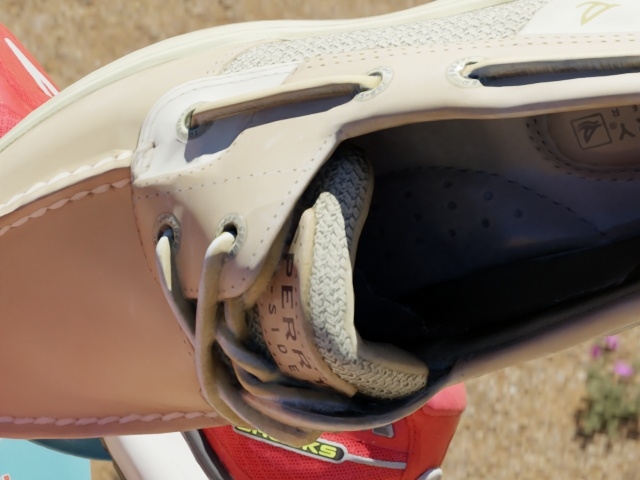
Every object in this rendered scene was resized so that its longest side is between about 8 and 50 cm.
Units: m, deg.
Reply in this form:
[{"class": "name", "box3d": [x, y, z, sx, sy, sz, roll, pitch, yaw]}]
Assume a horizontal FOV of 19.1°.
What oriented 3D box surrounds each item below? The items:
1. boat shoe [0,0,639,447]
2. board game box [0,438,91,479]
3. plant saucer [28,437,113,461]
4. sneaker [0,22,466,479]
[{"class": "boat shoe", "box3d": [0.000, 0.000, 0.511, 0.302, 0.109, 0.098, -16, 23, 21]}, {"class": "board game box", "box3d": [-0.275, 0.087, 1.216, 0.254, 0.336, 0.079, -10, 11, -39]}, {"class": "plant saucer", "box3d": [-0.105, 0.057, 0.847, 0.119, 0.119, 0.021, 7, 51, 7]}, {"class": "sneaker", "box3d": [-0.049, -0.004, 0.678, 0.279, 0.107, 0.118, 46, 106, 26]}]
